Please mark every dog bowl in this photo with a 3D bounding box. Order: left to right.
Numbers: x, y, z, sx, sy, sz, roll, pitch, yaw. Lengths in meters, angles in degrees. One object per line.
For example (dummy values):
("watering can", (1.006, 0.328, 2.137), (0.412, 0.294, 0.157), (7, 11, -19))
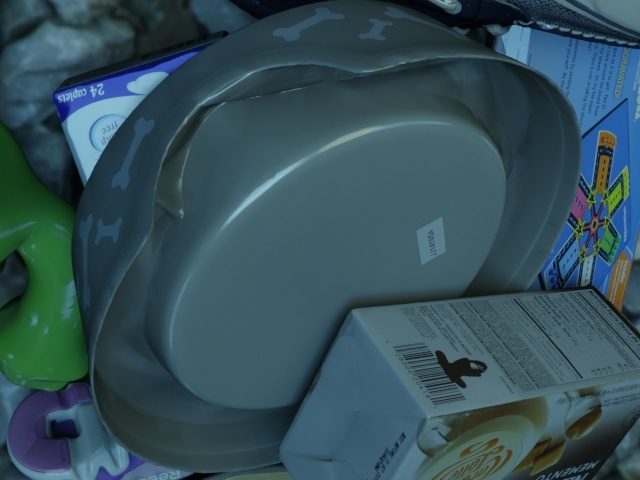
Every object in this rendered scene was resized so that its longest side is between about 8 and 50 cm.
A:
("dog bowl", (0.000, 0.000, 0.664), (0.348, 0.102, 0.349), (-23, 143, -19))

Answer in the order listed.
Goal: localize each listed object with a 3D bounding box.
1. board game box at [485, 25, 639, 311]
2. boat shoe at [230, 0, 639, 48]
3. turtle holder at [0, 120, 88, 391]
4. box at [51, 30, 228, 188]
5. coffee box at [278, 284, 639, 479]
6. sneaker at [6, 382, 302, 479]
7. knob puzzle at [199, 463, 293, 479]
("board game box", (0.188, -0.077, 0.781), (0.145, 0.027, 0.281), (7, 106, -6))
("boat shoe", (0.091, -0.184, 0.690), (0.340, 0.127, 0.158), (23, 139, -11))
("turtle holder", (-0.311, -0.016, 0.671), (0.320, 0.243, 0.227), (6, 129, -47))
("box", (-0.107, -0.066, 0.734), (0.126, 0.072, 0.137), (-17, 108, 1))
("coffee box", (0.112, 0.121, 0.720), (0.246, 0.098, 0.141), (-2, 131, -38))
("sneaker", (-0.119, 0.153, 0.793), (0.236, 0.095, 0.104), (-10, 136, -17))
("knob puzzle", (-0.068, 0.248, 0.837), (0.213, 0.030, 0.213), (-9, 122, -15))
